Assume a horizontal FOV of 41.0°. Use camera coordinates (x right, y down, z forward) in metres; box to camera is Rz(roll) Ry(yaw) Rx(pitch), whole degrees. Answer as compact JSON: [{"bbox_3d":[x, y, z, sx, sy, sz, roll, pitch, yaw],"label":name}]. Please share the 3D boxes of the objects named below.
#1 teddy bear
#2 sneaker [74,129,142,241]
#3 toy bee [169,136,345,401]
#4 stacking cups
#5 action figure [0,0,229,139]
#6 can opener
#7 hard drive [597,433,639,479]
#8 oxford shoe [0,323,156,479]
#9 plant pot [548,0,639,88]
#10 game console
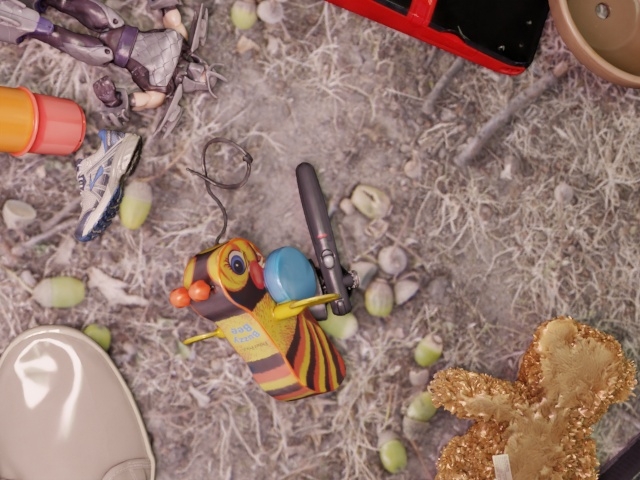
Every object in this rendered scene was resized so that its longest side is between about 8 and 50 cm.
[{"bbox_3d":[0.229,0.244,1.013,0.245,0.113,0.338,14,92,-3],"label":"teddy bear"},{"bbox_3d":[-0.250,-0.064,0.960,0.058,0.052,0.135,21,76,1],"label":"sneaker"},{"bbox_3d":[-0.093,0.064,0.922,0.298,0.162,0.195,46,125,3],"label":"toy bee"},{"bbox_3d":[-0.375,-0.129,0.831,0.316,0.096,0.096,-2,87,-47],"label":"stacking cups"},{"bbox_3d":[-0.236,-0.221,0.941,0.285,0.099,0.185,19,68,-14],"label":"action figure"},{"bbox_3d":[0.000,0.000,0.993,0.073,0.059,0.186,-10,90,-10],"label":"can opener"},{"bbox_3d":[0.460,0.359,1.064,0.172,0.054,0.254,-38,94,-10],"label":"hard drive"},{"bbox_3d":[-0.253,0.311,0.899,0.169,0.130,0.449,-7,87,-9],"label":"oxford shoe"},{"bbox_3d":[0.371,-0.296,1.048,0.237,0.110,0.237,0,89,-14],"label":"plant pot"},{"bbox_3d":[0.158,-0.436,1.052,0.342,0.060,0.386,20,85,-15],"label":"game console"}]
